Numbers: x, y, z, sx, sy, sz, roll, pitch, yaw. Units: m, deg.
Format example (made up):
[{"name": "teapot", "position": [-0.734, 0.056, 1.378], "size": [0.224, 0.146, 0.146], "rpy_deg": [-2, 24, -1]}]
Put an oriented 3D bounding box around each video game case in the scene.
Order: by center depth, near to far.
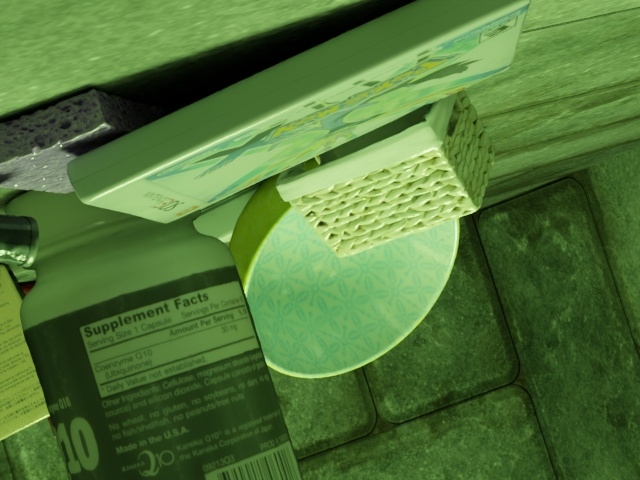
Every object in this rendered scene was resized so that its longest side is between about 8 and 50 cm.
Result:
[{"name": "video game case", "position": [-0.004, -0.098, 1.134], "size": [0.329, 0.036, 0.300], "rpy_deg": [-25, 176, 4]}]

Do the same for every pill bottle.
[{"name": "pill bottle", "position": [-0.153, 0.116, 1.379], "size": [0.204, 0.361, 0.204], "rpy_deg": [-18, 176, -1]}]

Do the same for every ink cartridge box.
[{"name": "ink cartridge box", "position": [-0.440, 0.162, 1.817], "size": [0.235, 0.193, 0.088], "rpy_deg": [-26, -178, -4]}]

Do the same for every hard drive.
[{"name": "hard drive", "position": [0.024, -0.068, 1.996], "size": [0.353, 0.047, 0.233], "rpy_deg": [-15, 176, -37]}]

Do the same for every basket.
[{"name": "basket", "position": [0.063, -0.068, 1.352], "size": [0.167, 0.103, 0.113], "rpy_deg": [-20, -151, 31]}]

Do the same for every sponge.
[{"name": "sponge", "position": [-0.175, -0.068, 1.086], "size": [0.117, 0.031, 0.210], "rpy_deg": [-19, 176, 12]}]

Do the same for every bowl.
[{"name": "bowl", "position": [0.000, 0.000, 1.746], "size": [0.289, 0.289, 0.156], "rpy_deg": [-16, -142, -27]}]

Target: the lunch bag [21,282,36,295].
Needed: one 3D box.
[{"name": "lunch bag", "position": [-0.528, 0.155, 2.198], "size": [0.293, 0.120, 0.258], "rpy_deg": [-23, 175, 12]}]

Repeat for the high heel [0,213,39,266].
[{"name": "high heel", "position": [-0.340, -0.005, 1.084], "size": [0.186, 0.093, 0.261], "rpy_deg": [7, 171, -36]}]

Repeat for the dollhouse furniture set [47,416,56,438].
[{"name": "dollhouse furniture set", "position": [-0.379, 0.156, 2.004], "size": [0.259, 0.135, 0.262], "rpy_deg": [-42, 139, 19]}]
